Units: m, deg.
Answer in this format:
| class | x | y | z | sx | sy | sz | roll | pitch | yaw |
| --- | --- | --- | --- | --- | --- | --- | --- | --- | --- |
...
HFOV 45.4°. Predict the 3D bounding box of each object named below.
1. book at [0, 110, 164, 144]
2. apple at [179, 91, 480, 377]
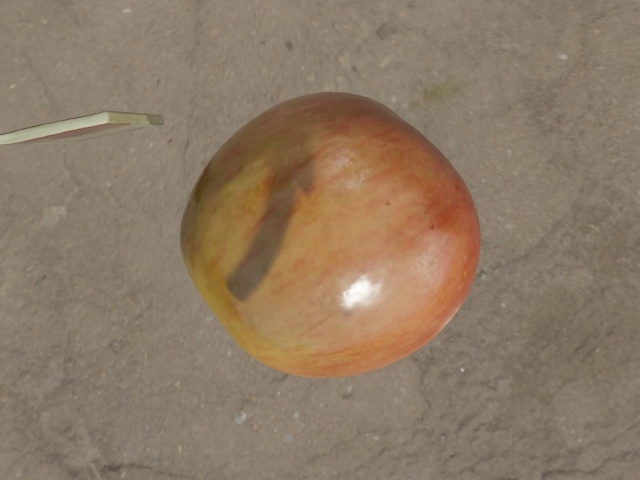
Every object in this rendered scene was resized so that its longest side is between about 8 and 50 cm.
| class | x | y | z | sx | sy | sz | roll | pitch | yaw |
| --- | --- | --- | --- | --- | --- | --- | --- | --- | --- |
| book | -0.337 | -0.161 | 1.107 | 0.162 | 0.232 | 0.022 | -10 | 98 | 8 |
| apple | 0.000 | 0.000 | 0.969 | 0.364 | 0.364 | 0.364 | -1 | 109 | -3 |
